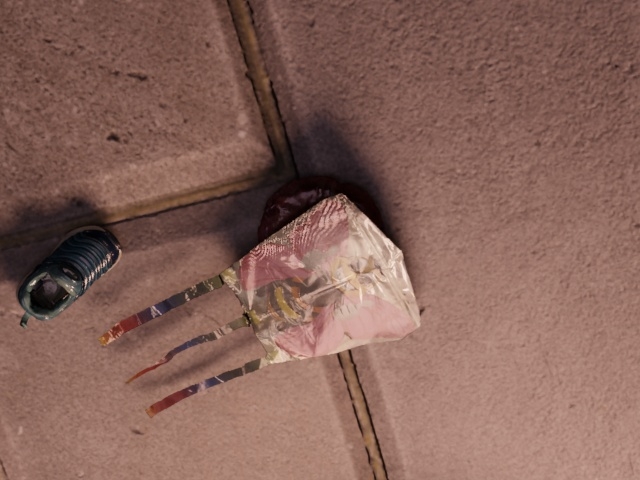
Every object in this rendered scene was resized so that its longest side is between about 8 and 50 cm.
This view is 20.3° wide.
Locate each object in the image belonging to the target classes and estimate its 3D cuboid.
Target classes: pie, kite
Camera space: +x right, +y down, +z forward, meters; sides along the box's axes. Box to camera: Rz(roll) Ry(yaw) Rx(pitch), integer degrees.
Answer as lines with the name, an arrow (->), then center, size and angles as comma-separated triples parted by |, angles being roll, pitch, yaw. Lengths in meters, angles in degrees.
pie -> 0.000, 0.000, 1.982 | 0.153, 0.038, 0.153 | 2, 113, 5
kite -> -0.070, 0.080, 2.001 | 0.360, 0.022, 0.204 | -22, 118, 14

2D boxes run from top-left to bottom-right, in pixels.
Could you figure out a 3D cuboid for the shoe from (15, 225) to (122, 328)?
shoe -> -0.285, 0.039, 2.001 | 0.143, 0.071, 0.064 | -38, 105, 12
